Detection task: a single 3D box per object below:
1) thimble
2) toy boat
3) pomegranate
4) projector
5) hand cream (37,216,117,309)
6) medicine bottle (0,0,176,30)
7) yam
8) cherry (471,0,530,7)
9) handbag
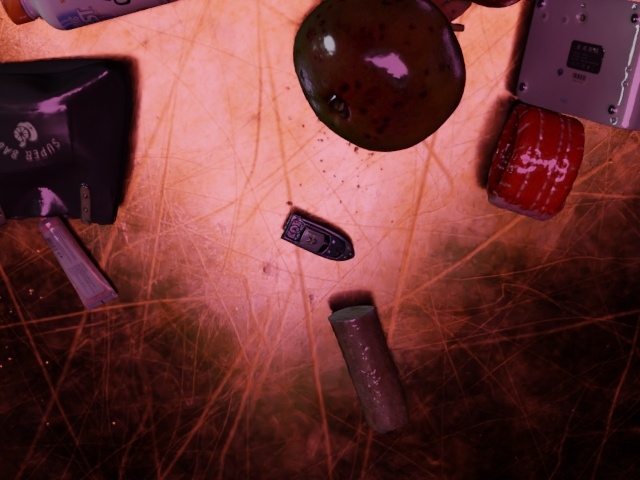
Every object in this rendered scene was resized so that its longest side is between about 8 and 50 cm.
[{"bbox_3d":[0.374,-0.134,1.625,0.124,0.163,0.190,15,106,-4],"label":"thimble"},{"bbox_3d":[0.000,0.000,1.713,0.141,0.060,0.055,24,103,-11],"label":"toy boat"},{"bbox_3d":[0.103,-0.309,1.552,0.290,0.323,0.291,10,136,10],"label":"pomegranate"},{"bbox_3d":[0.452,-0.303,1.534,0.108,0.250,0.198,-1,110,-35],"label":"projector"},{"bbox_3d":[-0.457,0.032,1.723,0.067,0.043,0.210,-25,110,9],"label":"hand cream"},{"bbox_3d":[-0.376,-0.437,1.525,0.288,0.157,0.157,-15,106,3],"label":"medicine bottle"},{"bbox_3d":[0.096,0.245,1.767,0.093,0.093,0.259,-18,106,4],"label":"yam"},{"bbox_3d":[0.291,-0.506,1.484,0.202,0.230,0.301,-1,80,-20],"label":"cherry"},{"bbox_3d":[-0.491,-0.159,1.608,0.342,0.152,0.288,-3,108,1],"label":"handbag"}]
